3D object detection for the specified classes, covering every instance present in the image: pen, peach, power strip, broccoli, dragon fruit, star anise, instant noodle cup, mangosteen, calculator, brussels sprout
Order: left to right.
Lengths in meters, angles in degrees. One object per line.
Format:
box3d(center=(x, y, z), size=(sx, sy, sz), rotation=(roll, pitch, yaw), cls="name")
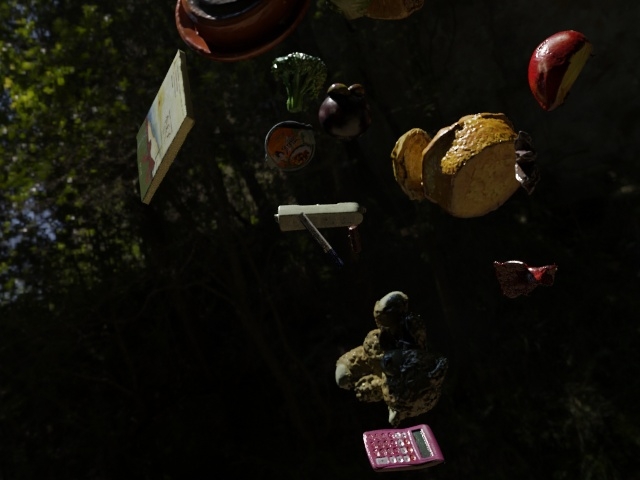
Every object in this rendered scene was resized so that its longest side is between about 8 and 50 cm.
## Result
box3d(center=(-0.117, -0.344, 2.271), size=(0.208, 0.177, 0.125), rotation=(-25, 10, -5), cls="instant noodle cup")
box3d(center=(-0.079, -0.514, 2.056), size=(0.194, 0.194, 0.220), rotation=(-10, -4, -10), cls="broccoli")
box3d(center=(0.000, 0.000, 1.837), size=(0.025, 0.204, 0.025), rotation=(-37, -11, -8), cls="pen")
box3d(center=(0.001, -0.075, 1.928), size=(0.286, 0.048, 0.080), rotation=(-4, -35, 0), cls="power strip")
box3d(center=(0.091, -0.461, 2.240), size=(0.210, 0.209, 0.210), rotation=(-12, -15, -3), cls="mangosteen")
box3d(center=(0.062, -0.599, 1.456), size=(0.139, 0.100, 0.181), rotation=(0, -48, 22), cls="brussels sprout")
box3d(center=(0.210, 0.530, 1.581), size=(0.191, 0.126, 0.034), rotation=(-3, -59, -10), cls="calculator")
box3d(center=(0.640, -0.239, 1.925), size=(0.073, 0.196, 0.212), rotation=(-5, 5, 21), cls="star anise")
box3d(center=(0.600, 0.085, 1.782), size=(0.092, 0.122, 0.192), rotation=(-32, 5, -29), cls="dragon fruit")
box3d(center=(0.764, -0.563, 2.040), size=(0.154, 0.267, 0.159), rotation=(31, 4, 35), cls="peach")

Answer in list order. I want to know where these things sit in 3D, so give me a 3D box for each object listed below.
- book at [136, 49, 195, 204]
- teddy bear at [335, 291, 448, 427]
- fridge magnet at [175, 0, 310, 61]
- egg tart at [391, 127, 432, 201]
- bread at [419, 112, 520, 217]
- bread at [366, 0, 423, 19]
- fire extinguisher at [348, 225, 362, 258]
box3d(center=(-0.337, -0.235, 1.326), size=(0.026, 0.201, 0.289), rotation=(8, -38, -31), cls="book")
box3d(center=(0.173, 0.282, 1.380), size=(0.156, 0.256, 0.267), rotation=(29, -77, -25), cls="teddy bear")
box3d(center=(-0.198, -0.606, 1.537), size=(0.364, 0.363, 0.155), rotation=(-15, -24, 10), cls="fridge magnet")
box3d(center=(0.345, -0.283, 2.361), size=(0.107, 0.290, 0.291), rotation=(1, -4, 38), cls="egg tart")
box3d(center=(0.538, -0.257, 2.174), size=(0.398, 0.215, 0.398), rotation=(-17, -42, -16), cls="bread")
box3d(center=(0.208, -0.732, 1.799), size=(0.143, 0.158, 0.149), rotation=(7, 39, 38), cls="bread")
box3d(center=(0.135, 0.004, 2.395), size=(0.039, 0.132, 0.056), rotation=(-18, 26, -10), cls="fire extinguisher")
